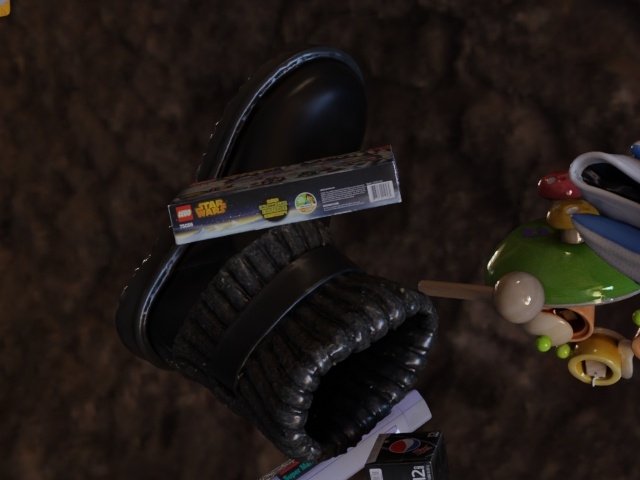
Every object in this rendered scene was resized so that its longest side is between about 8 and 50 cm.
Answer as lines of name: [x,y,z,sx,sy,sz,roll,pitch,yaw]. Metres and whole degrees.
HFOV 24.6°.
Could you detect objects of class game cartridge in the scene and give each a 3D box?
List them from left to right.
game cartridge: [-0.036,0.304,1.840,0.068,0.355,0.230,55,-47,7]

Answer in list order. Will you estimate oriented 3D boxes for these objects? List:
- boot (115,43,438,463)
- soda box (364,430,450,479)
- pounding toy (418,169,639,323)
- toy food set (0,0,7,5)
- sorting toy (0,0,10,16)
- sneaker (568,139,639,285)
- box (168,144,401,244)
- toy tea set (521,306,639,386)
boot: [0.002,0.003,1.246,0.260,0.131,0.348,19,-103,46]
soda box: [0.077,0.235,1.137,0.060,0.053,0.169,-52,135,-67]
pounding toy: [0.240,-0.004,1.551,0.183,0.237,0.110,20,-60,54]
toy food set: [-0.153,0.005,0.379,0.232,0.111,0.104,-39,-100,16]
sorting toy: [-0.401,-0.212,1.254,0.047,0.348,0.196,11,-82,30]
sneaker: [0.276,-0.020,1.062,0.130,0.236,0.323,-57,-167,11]
box: [-0.020,-0.030,0.904,0.094,0.137,0.027,-82,161,-81]
toy tea set: [0.403,0.170,1.825,0.200,0.336,0.124,103,7,-55]
